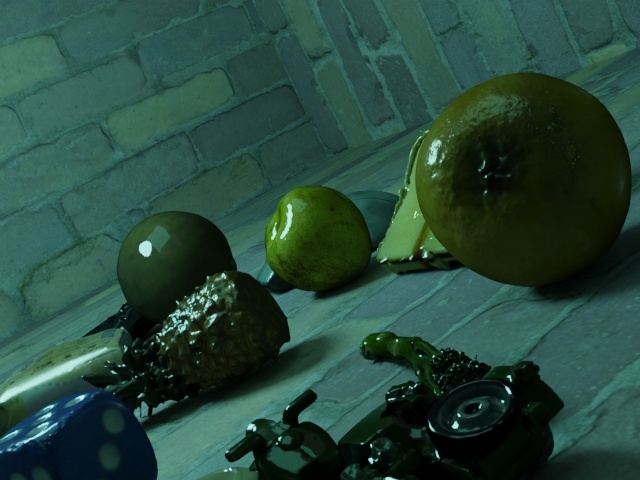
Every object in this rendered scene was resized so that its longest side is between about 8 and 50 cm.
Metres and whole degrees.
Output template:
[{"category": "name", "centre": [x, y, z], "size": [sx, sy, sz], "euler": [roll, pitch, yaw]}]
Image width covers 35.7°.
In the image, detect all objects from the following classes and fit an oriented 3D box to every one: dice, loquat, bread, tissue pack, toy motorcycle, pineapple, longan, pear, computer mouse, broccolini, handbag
[{"category": "dice", "centre": [-0.291, 0.269, 1.170], "size": [0.143, 0.146, 0.146], "euler": [-22, 10, 36]}, {"category": "loquat", "centre": [0.250, -0.073, 1.221], "size": [0.263, 0.263, 0.263], "euler": [-26, 9, 4]}, {"category": "bread", "centre": [0.207, -0.068, 1.593], "size": [0.236, 0.198, 0.263], "euler": [-40, 13, -29]}, {"category": "tissue pack", "centre": [-0.454, 0.254, 1.797], "size": [0.257, 0.123, 0.215], "euler": [-28, 11, -4]}, {"category": "toy motorcycle", "centre": [0.059, 0.172, 0.816], "size": [0.205, 0.127, 0.275], "euler": [-35, 15, -30]}, {"category": "pineapple", "centre": [-0.217, 0.186, 1.500], "size": [0.340, 0.169, 0.169], "euler": [-35, 7, 11]}, {"category": "longan", "centre": [-0.297, 0.059, 2.080], "size": [0.258, 0.258, 0.258], "euler": [-26, 9, 4]}, {"category": "pear", "centre": [0.000, 0.000, 1.790], "size": [0.197, 0.197, 0.197], "euler": [-26, 9, 4]}, {"category": "computer mouse", "centre": [0.012, -0.009, 2.018], "size": [0.371, 0.122, 0.188], "euler": [-29, 8, 4]}, {"category": "broccolini", "centre": [0.102, 0.148, 1.096], "size": [0.074, 0.079, 0.392], "euler": [-39, 4, -10]}, {"category": "handbag", "centre": [-0.440, 0.198, 2.182], "size": [0.211, 0.088, 0.254], "euler": [-28, 8, 25]}]

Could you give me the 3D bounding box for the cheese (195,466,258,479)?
[{"category": "cheese", "centre": [-0.081, 0.252, 0.950], "size": [0.227, 0.064, 0.137], "euler": [-30, 11, -29]}]
